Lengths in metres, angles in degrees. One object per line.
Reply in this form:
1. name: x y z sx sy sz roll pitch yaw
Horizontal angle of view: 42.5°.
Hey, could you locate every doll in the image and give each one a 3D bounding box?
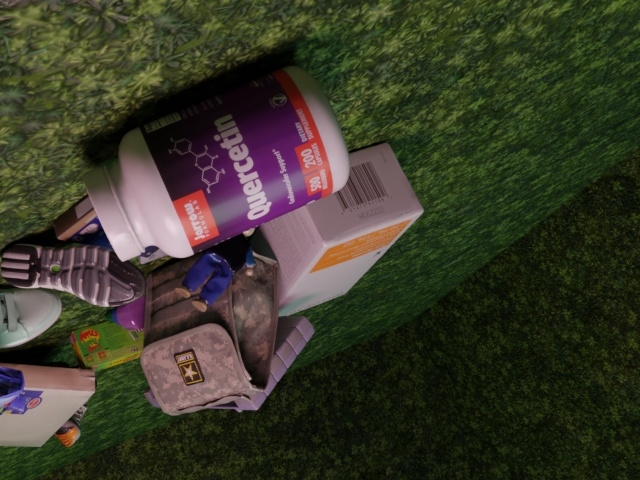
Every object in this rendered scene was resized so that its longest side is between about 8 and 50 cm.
1. doll: -0.179 0.029 1.464 0.189 0.129 0.046 -54 -170 -24

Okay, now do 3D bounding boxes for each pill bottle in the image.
1. pill bottle: -0.136 -0.093 1.084 0.322 0.182 0.181 -25 165 -9

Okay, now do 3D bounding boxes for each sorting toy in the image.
1. sorting toy: -0.314 0.134 1.762 0.126 0.127 0.365 -9 -179 36

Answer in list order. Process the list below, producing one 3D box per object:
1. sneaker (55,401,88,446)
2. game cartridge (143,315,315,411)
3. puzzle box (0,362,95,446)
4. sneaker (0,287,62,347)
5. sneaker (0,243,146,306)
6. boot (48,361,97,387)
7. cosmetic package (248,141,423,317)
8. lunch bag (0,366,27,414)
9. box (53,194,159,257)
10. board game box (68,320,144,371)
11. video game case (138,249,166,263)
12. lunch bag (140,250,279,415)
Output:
1. sneaker: -0.655 0.446 2.139 0.121 0.099 0.262 -37 -159 -22
2. game cartridge: -0.191 0.256 1.713 0.355 0.068 0.230 -10 -153 46
3. puzzle box: -0.684 0.364 1.788 0.272 0.052 0.409 11 146 -31
4. sneaker: -0.518 0.114 1.295 0.255 0.094 0.151 -12 166 -36
5. sneaker: -0.356 0.043 1.262 0.228 0.086 0.132 11 -177 10
6. boot: -0.678 0.386 1.978 0.229 0.091 0.263 -28 167 2
7. cosmetic package: 0.000 0.000 1.680 0.230 0.162 0.453 -20 164 -25
8. lunch bag: -0.602 0.237 1.262 0.293 0.138 0.221 14 149 -28
9. box: -0.280 -0.030 1.278 0.136 0.037 0.225 -33 156 24
10. board game box: -0.446 0.221 1.804 0.181 0.092 0.043 -16 162 -35
11. video game case: -0.226 -0.036 1.440 0.193 0.023 0.212 -21 163 -19
12. lunch bag: -0.211 0.177 1.558 0.235 0.287 0.169 -21 148 32
